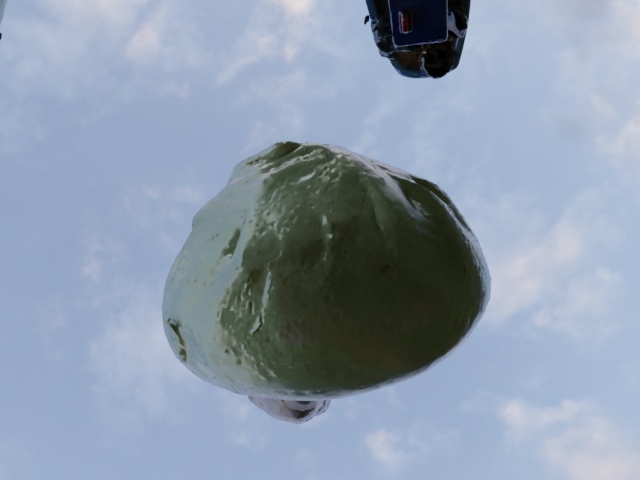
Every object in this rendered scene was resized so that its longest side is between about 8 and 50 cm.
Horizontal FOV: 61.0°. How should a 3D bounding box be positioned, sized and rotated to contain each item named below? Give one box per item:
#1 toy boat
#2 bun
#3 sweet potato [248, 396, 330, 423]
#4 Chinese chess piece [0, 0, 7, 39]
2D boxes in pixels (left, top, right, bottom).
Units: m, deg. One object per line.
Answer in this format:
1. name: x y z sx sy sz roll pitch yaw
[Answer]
1. toy boat: 0.079 -0.227 0.465 0.100 0.223 0.097 0 -121 17
2. bun: 0.000 0.000 0.490 0.293 0.293 0.187 -11 -70 -19
3. sweet potato: -0.034 0.182 0.682 0.106 0.355 0.095 -29 -108 -11
4. Chinese chess piece: -0.268 -0.153 0.280 0.188 0.083 0.189 2 -102 -9
